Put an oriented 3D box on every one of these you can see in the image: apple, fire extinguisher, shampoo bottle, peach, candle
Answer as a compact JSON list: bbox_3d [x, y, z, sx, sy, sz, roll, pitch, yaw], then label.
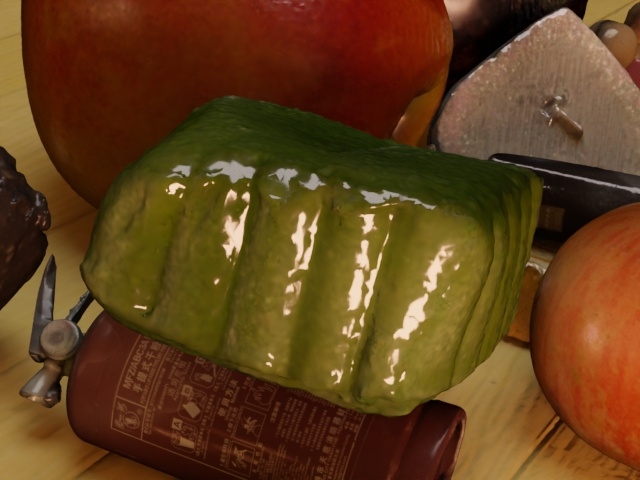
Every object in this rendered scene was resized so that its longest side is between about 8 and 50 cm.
[{"bbox_3d":[0.237,0.061,0.893,0.209,0.164,0.209,11,24,-5],"label":"apple"},{"bbox_3d":[-0.056,0.091,0.789,0.269,0.105,0.105,18,27,15],"label":"fire extinguisher"},{"bbox_3d":[0.165,-0.034,1.021,0.207,0.057,0.063,12,22,17],"label":"shampoo bottle"},{"bbox_3d":[-0.074,-0.146,1.036,0.332,0.308,0.308,25,29,20],"label":"peach"},{"bbox_3d":[0.183,-0.103,1.118,0.192,0.168,0.068,9,-9,-6],"label":"candle"}]

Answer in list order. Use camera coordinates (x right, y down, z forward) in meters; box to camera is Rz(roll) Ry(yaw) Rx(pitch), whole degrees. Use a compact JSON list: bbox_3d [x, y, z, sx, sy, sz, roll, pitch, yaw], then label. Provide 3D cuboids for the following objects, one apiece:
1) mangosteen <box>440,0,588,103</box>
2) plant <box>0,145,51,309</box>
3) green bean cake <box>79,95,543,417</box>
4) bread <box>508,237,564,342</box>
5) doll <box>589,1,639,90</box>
[{"bbox_3d":[0.088,-0.261,1.265,0.330,0.330,0.330,9,26,-4],"label":"mangosteen"},{"bbox_3d":[-0.261,0.015,0.792,0.203,0.142,0.131,-36,72,-30],"label":"plant"},{"bbox_3d":[0.000,0.000,0.774,0.222,0.125,0.248,16,12,13],"label":"green bean cake"},{"bbox_3d":[0.183,0.023,1.049,0.149,0.073,0.122,0,26,-22],"label":"bread"},{"bbox_3d":[0.333,-0.154,1.344,0.256,0.196,0.152,-18,54,-33],"label":"doll"}]
